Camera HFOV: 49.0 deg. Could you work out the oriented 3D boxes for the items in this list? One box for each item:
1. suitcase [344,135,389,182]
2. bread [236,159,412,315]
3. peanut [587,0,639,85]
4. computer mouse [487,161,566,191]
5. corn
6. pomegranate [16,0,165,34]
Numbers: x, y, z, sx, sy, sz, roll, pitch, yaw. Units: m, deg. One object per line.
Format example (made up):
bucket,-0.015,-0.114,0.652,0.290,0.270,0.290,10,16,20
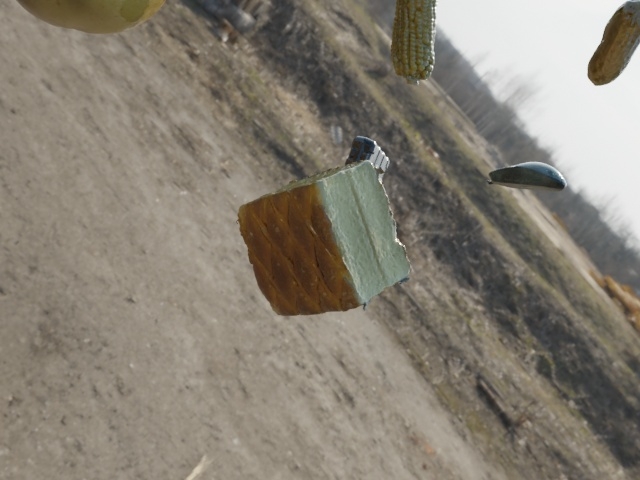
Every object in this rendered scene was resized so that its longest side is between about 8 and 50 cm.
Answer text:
suitcase,0.095,-0.121,1.891,0.066,0.286,0.206,20,-2,18
bread,0.000,0.000,1.466,0.207,0.279,0.279,-30,106,-41
peanut,0.751,-0.496,1.771,0.095,0.226,0.108,21,20,-3
computer mouse,0.541,-0.173,1.850,0.229,0.068,0.113,11,-1,45
corn,0.180,-0.438,1.315,0.086,0.288,0.086,5,8,-1
pomegranate,-0.364,-0.487,1.086,0.319,0.319,0.319,43,16,-16
